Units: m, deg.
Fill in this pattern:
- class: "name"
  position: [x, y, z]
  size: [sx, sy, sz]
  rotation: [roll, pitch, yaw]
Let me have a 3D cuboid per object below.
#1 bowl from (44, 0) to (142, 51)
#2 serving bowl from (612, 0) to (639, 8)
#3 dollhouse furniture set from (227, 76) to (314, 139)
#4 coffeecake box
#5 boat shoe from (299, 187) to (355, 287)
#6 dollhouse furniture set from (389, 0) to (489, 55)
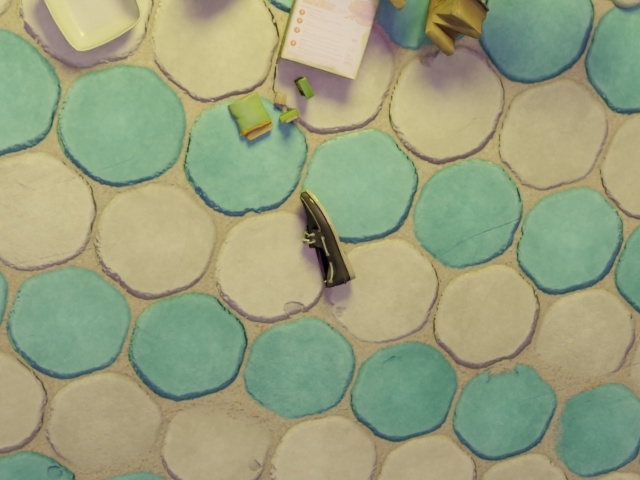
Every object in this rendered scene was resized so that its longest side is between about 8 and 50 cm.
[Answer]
- class: "bowl"
  position: [-0.389, -0.409, 1.453]
  size: [0.142, 0.053, 0.142]
  rotation: [-28, 106, -2]
- class: "serving bowl"
  position: [0.590, -0.484, 1.611]
  size: [0.083, 0.027, 0.083]
  rotation: [-2, 104, -8]
- class: "dollhouse furniture set"
  position: [-0.087, -0.243, 1.543]
  size: [0.151, 0.058, 0.076]
  rotation: [-28, 106, -2]
- class: "coffeecake box"
  position: [0.018, -0.397, 1.516]
  size: [0.142, 0.068, 0.186]
  rotation: [15, 101, -13]
- class: "boat shoe"
  position: [0.000, 0.000, 1.612]
  size: [0.065, 0.075, 0.206]
  rotation: [-28, 112, -5]
- class: "dollhouse furniture set"
  position: [0.238, -0.578, 1.374]
  size: [0.394, 0.256, 0.362]
  rotation: [35, 138, -28]
